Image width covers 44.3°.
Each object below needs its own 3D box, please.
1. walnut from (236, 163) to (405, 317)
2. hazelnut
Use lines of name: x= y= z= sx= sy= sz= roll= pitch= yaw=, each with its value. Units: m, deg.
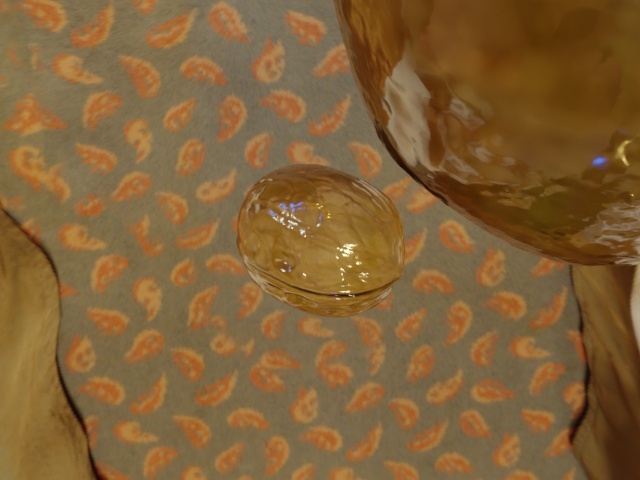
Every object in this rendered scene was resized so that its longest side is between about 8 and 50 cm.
walnut: x=0.000 y=0.000 z=0.885 sx=0.207 sy=0.167 sz=0.167 roll=23 pitch=107 yaw=25
hazelnut: x=0.194 y=-0.189 z=0.485 sx=0.420 sy=0.352 sz=0.421 roll=-10 pitch=108 yaw=-34
